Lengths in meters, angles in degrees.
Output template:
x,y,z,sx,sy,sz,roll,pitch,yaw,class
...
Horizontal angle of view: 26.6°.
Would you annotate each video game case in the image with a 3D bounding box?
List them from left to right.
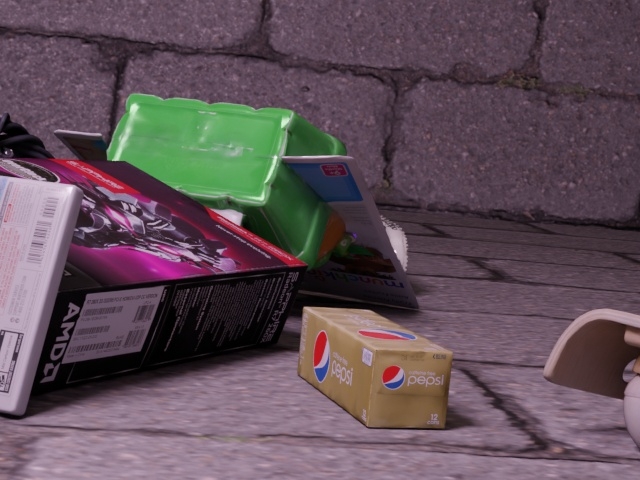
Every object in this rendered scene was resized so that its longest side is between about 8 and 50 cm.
x,y,z,sx,sy,sz,roll,pitch,yaw,class
-0.243,0.030,0.916,0.143,0.157,0.019,7,-14,21,video game case

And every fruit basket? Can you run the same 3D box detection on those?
x,y,z,sx,sy,sz,roll,pitch,yaw,class
-0.081,-0.009,1.461,0.327,0.165,0.353,8,-29,19,fruit basket

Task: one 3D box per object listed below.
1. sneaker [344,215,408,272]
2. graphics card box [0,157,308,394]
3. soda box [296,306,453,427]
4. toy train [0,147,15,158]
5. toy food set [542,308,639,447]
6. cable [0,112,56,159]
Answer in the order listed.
x,y,z,sx,sy,sz,roll,pitch,yaw,class
0.000,-0.001,1.765,0.146,0.102,0.293,3,6,-18,sneaker
-0.198,0.015,1.120,0.232,0.094,0.371,30,16,24,graphics card box
0.037,0.094,1.032,0.061,0.058,0.181,4,6,-17,soda box
-0.437,-0.042,1.285,0.190,0.142,0.334,-28,-12,32,toy train
0.331,0.129,0.912,0.219,0.092,0.306,16,0,-36,toy food set
-0.285,-0.026,1.258,0.047,0.185,0.150,1,-2,40,cable
